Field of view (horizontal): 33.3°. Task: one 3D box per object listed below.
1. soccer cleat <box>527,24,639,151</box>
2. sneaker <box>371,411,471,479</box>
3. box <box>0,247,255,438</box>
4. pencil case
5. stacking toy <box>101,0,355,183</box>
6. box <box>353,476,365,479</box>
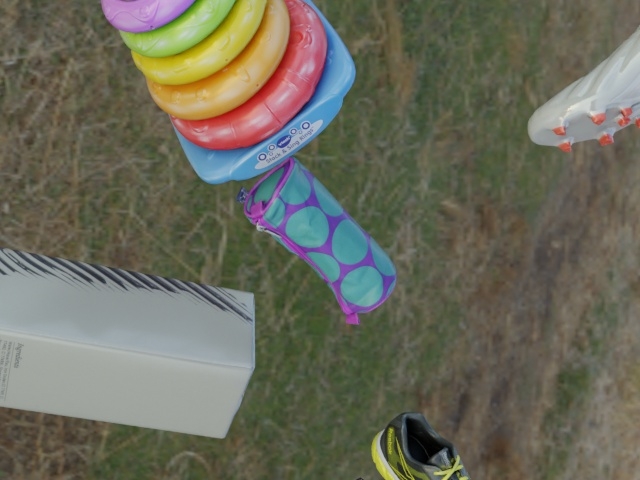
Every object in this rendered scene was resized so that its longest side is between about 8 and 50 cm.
[{"bbox_3d":[0.258,-0.137,0.879,0.068,0.196,0.076,39,30,-63],"label":"soccer cleat"},{"bbox_3d":[0.055,0.113,0.484,0.031,0.083,0.035,-30,154,-33],"label":"sneaker"},{"bbox_3d":[-0.201,0.088,0.935,0.275,0.113,0.094,12,43,-14],"label":"box"},{"bbox_3d":[0.000,0.000,0.921,0.151,0.064,0.070,44,64,-26],"label":"pencil case"},{"bbox_3d":[-0.115,-0.199,0.877,0.302,0.175,0.166,46,11,-49],"label":"stacking toy"},{"bbox_3d":[0.026,0.393,1.350,0.180,0.147,0.078,-18,114,-32],"label":"box"}]
